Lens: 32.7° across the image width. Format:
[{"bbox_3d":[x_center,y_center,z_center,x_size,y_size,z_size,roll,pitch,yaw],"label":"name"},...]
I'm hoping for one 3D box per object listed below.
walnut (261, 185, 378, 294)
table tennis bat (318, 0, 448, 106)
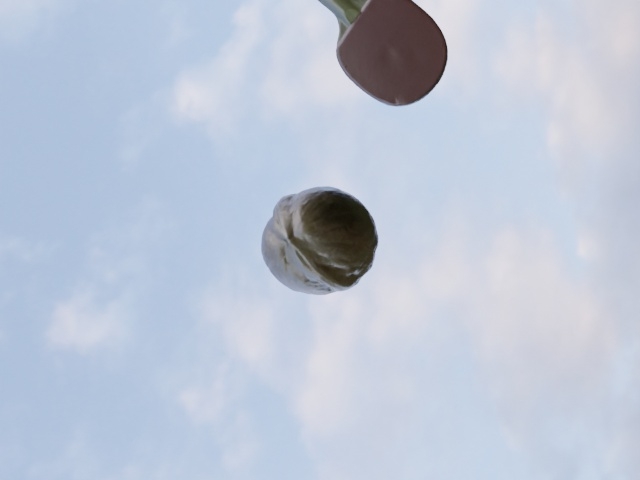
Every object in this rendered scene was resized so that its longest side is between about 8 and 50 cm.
[{"bbox_3d":[0.001,0.001,1.351,0.162,0.140,0.140,-7,-91,-67],"label":"walnut"},{"bbox_3d":[0.067,-0.290,1.501,0.246,0.138,0.022,44,-163,13],"label":"table tennis bat"}]
